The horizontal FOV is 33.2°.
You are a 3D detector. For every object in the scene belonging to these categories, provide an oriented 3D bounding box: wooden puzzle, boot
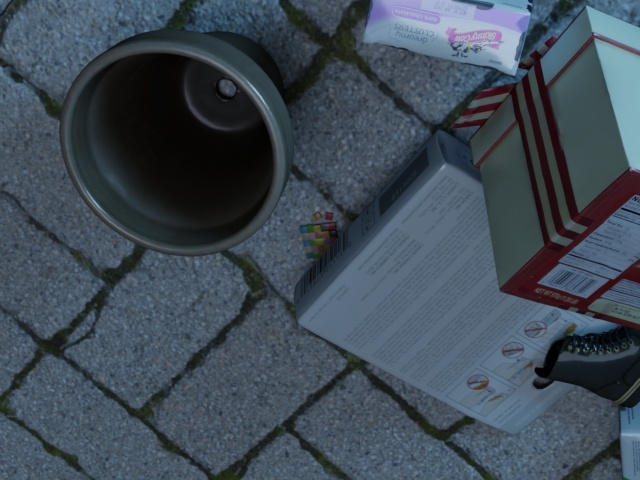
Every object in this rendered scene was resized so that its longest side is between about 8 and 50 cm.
[{"bbox_3d":[0.000,0.000,1.447,0.049,0.006,0.083,-6,115,16],"label":"wooden puzzle"},{"bbox_3d":[0.373,0.127,1.365,0.137,0.077,0.197,16,122,-8],"label":"boot"}]

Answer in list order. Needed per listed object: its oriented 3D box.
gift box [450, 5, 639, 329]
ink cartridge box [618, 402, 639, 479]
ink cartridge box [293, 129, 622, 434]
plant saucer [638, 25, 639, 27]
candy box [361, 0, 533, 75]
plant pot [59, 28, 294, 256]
[{"bbox_3d":[0.304,-0.072,1.164,0.255,0.258,0.276,19,139,-25],"label":"gift box"},{"bbox_3d":[0.506,0.288,1.427,0.209,0.087,0.153,-3,116,15],"label":"ink cartridge box"},{"bbox_3d":[0.207,0.071,1.411,0.385,0.091,0.308,29,121,-22],"label":"ink cartridge box"},{"bbox_3d":[0.431,-0.279,1.191,0.067,0.018,0.192,33,120,-4],"label":"plant saucer"},{"bbox_3d":[0.145,-0.255,1.169,0.165,0.196,0.070,14,118,6],"label":"candy box"},{"bbox_3d":[-0.143,-0.144,1.279,0.263,0.229,0.263,5,118,10],"label":"plant pot"}]
